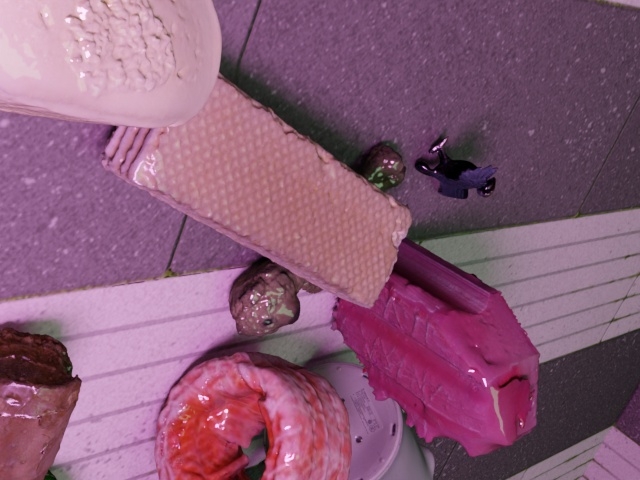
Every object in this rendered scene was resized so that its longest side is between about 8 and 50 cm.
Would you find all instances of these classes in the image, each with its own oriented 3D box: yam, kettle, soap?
[{"bbox_3d":[-0.330,0.202,1.000,0.238,0.128,0.129,-64,168,23],"label":"yam"},{"bbox_3d":[0.038,0.360,1.548,0.265,0.205,0.318,-55,152,-15],"label":"kettle"},{"bbox_3d":[0.155,0.142,1.351,0.127,0.325,0.220,-22,127,-29],"label":"soap"}]

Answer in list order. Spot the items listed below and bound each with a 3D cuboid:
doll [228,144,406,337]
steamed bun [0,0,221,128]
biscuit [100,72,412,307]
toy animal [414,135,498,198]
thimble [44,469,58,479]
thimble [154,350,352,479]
[{"bbox_3d":[-0.001,0.009,1.275,0.286,0.091,0.202,-37,159,-40],"label":"doll"},{"bbox_3d":[-0.207,-0.168,0.728,0.250,0.200,0.154,7,92,-57],"label":"steamed bun"},{"bbox_3d":[-0.043,-0.052,1.082,0.426,0.078,0.144,33,81,-50],"label":"biscuit"},{"bbox_3d":[0.189,-0.091,1.387,0.062,0.108,0.220,-51,-177,-9],"label":"toy animal"},{"bbox_3d":[-0.337,0.324,1.145,0.118,0.090,0.130,-31,144,-34],"label":"thimble"},{"bbox_3d":[-0.083,0.260,1.266,0.239,0.239,0.162,-56,145,7],"label":"thimble"}]
